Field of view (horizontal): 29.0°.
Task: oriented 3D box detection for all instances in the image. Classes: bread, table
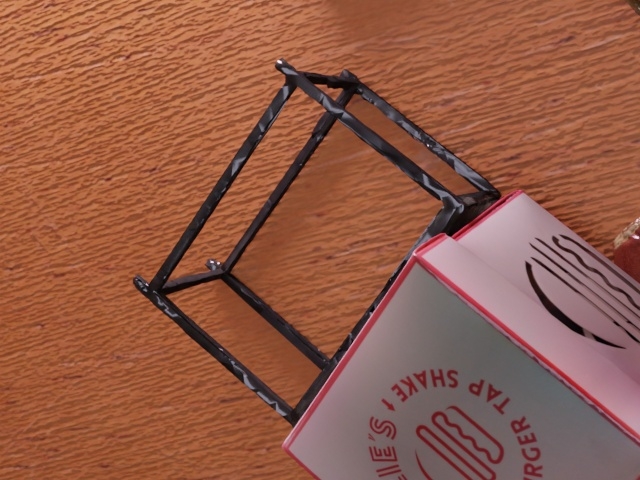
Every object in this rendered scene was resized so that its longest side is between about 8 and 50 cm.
[{"bbox_3d":[0.397,0.023,1.430,0.119,0.067,0.192,-4,94,22],"label":"bread"},{"bbox_3d":[0.000,0.000,1.503,0.272,0.222,0.335,40,107,14],"label":"table"}]

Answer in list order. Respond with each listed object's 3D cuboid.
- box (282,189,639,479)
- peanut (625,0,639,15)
[{"bbox_3d":[0.205,0.174,1.366,0.314,0.300,0.312,40,123,13],"label":"box"},{"bbox_3d":[0.414,-0.380,1.342,0.143,0.159,0.291,38,96,-25],"label":"peanut"}]
